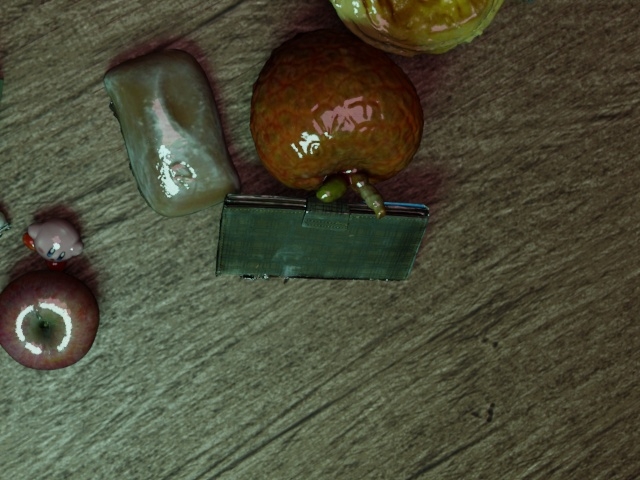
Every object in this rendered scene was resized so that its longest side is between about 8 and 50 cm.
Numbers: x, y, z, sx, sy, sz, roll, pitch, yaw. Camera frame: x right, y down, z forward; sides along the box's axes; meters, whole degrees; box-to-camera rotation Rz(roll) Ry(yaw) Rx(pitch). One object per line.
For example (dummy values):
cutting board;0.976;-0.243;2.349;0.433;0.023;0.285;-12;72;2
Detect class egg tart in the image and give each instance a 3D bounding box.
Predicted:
egg tart;0.147;-0.452;1.347;0.352;0.150;0.352;-7;114;-15

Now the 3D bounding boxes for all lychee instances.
lychee;0.025;-0.168;1.331;0.255;0.255;0.300;-6;82;-10

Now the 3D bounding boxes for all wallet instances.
wallet;0.000;-0.001;1.405;0.317;0.044;0.169;2;137;-10

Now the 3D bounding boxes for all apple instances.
apple;-0.403;0.116;1.339;0.153;0.120;0.153;-2;106;-9

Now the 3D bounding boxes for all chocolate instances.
chocolate;-0.220;-0.161;1.361;0.161;0.083;0.261;-22;100;-10

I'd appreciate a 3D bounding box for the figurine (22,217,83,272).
figurine;-0.396;-0.001;1.353;0.083;0.071;0.067;35;47;-21

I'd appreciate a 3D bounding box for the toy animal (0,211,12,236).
toy animal;-0.523;-0.041;1.323;0.071;0.085;0.124;-42;97;14

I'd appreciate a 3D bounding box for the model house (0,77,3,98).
model house;-0.538;-0.189;1.286;0.149;0.100;0.127;10;94;-15

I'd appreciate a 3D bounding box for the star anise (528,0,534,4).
star anise;0.345;-0.534;1.416;0.198;0.110;0.257;39;95;-13
